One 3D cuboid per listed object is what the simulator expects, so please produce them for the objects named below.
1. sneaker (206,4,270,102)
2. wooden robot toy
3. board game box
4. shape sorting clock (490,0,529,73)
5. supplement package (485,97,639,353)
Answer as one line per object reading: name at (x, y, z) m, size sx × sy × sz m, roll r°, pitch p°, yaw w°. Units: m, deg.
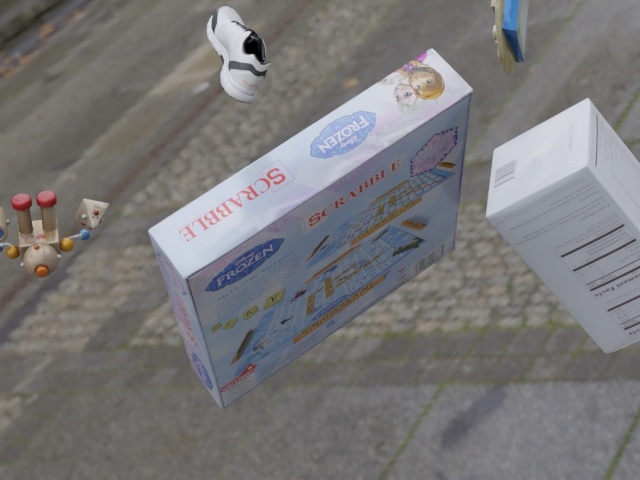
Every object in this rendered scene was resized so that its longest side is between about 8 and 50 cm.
sneaker at (-0.063, -0.161, 1.107) m, size 0.044 × 0.040 × 0.109 m, roll -52°, pitch 40°, yaw 32°
wooden robot toy at (-0.300, 0.003, 1.386) m, size 0.173 × 0.076 × 0.079 m, roll -9°, pitch 46°, yaw -9°
board game box at (0.000, 0.000, 1.319) m, size 0.319 × 0.318 × 0.066 m, roll -34°, pitch 66°, yaw -15°
shape sorting clock at (0.253, -0.326, 1.794) m, size 0.040 × 0.206 × 0.206 m, roll 4°, pitch 34°, yaw 14°
supplement package at (0.316, -0.012, 1.534) m, size 0.134 × 0.244 × 0.139 m, roll -29°, pitch 27°, yaw 31°
